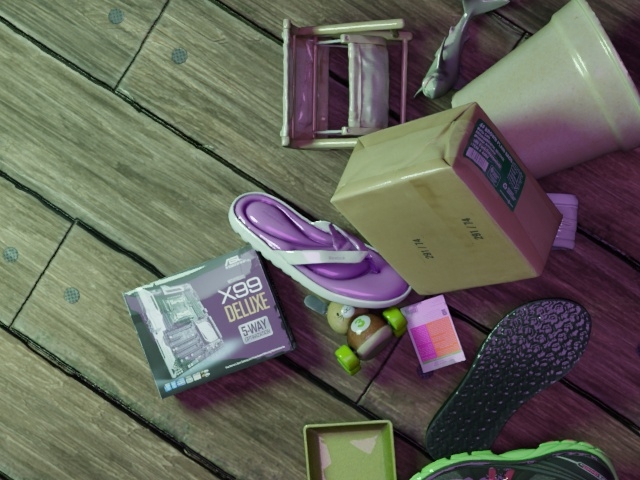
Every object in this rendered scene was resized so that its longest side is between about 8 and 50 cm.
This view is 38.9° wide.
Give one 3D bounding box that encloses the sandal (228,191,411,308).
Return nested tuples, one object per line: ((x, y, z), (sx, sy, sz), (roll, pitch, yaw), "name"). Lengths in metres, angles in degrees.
((-0.007, 0.010, 1.840), (0.416, 0.102, 0.169), (26, 50, 12), "sandal")

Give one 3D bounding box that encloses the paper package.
((0.238, -0.064, 1.699), (0.325, 0.310, 0.168), (45, 51, -29), "paper package")

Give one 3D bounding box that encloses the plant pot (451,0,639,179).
((0.435, -0.257, 1.756), (0.306, 0.334, 0.333), (-28, 88, 16), "plant pot")

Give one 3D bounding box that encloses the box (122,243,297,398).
((-0.233, 0.169, 1.928), (0.308, 0.076, 0.242), (-20, 89, 6), "box")

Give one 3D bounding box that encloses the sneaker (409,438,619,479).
((0.357, 0.535, 1.795), (0.483, 0.202, 0.185), (-17, 125, 7), "sneaker")

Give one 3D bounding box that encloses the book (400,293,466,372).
((0.237, 0.196, 1.905), (0.096, 0.035, 0.144), (-19, 89, 9), "book")

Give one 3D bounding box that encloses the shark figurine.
((0.288, -0.369, 1.863), (0.116, 0.166, 0.278), (28, 70, -1), "shark figurine")

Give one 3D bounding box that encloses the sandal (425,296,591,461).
((0.374, 0.279, 1.868), (0.168, 0.107, 0.445), (40, 107, 3), "sandal")

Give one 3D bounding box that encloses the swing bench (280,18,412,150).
((0.053, -0.313, 1.854), (0.255, 0.165, 0.253), (2, 92, 11), "swing bench")

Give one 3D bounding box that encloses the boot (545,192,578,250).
((0.397, -0.034, 1.852), (0.259, 0.095, 0.123), (2, 84, 5), "boot")

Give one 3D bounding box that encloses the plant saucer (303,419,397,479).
((0.066, 0.474, 1.918), (0.188, 0.045, 0.188), (-5, 91, 6), "plant saucer")

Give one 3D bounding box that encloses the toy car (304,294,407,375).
((0.062, 0.157, 1.876), (0.155, 0.149, 0.188), (-39, 75, -7), "toy car")
